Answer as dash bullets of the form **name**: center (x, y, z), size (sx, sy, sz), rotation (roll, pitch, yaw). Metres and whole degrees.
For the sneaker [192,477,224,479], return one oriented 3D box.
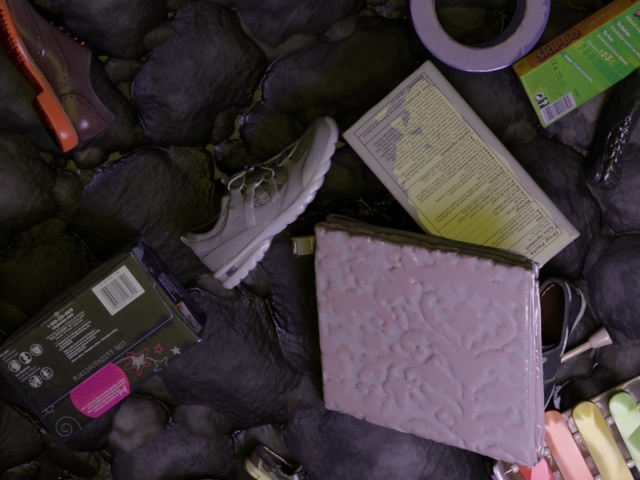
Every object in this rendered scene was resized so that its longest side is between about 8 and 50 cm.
- **sneaker**: center (-0.108, 0.442, 1.988), size (0.262, 0.125, 0.104), rotation (36, 98, -8)

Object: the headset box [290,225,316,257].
- **headset box**: center (0.000, 0.000, 1.931), size (0.083, 0.062, 0.032), rotation (-6, 103, 1)

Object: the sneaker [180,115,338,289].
- **sneaker**: center (-0.082, -0.066, 1.892), size (0.115, 0.105, 0.281), rotation (38, 99, -9)

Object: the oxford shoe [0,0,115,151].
- **oxford shoe**: center (-0.371, -0.261, 1.863), size (0.098, 0.097, 0.271), rotation (-29, 106, -16)

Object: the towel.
- **towel**: center (0.145, 0.135, 1.856), size (0.331, 0.053, 0.317), rotation (13, 122, 29)

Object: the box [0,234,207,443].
- **box**: center (-0.305, 0.132, 1.910), size (0.247, 0.142, 0.163), rotation (-36, 99, 5)

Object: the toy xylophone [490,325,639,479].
- **toy xylophone**: center (0.385, 0.276, 1.990), size (0.322, 0.081, 0.236), rotation (-35, 100, 5)

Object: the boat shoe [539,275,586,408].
- **boat shoe**: center (0.299, 0.161, 1.937), size (0.084, 0.079, 0.233), rotation (22, 87, 23)

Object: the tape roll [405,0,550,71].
- **tape roll**: center (0.211, -0.325, 1.860), size (0.189, 0.080, 0.189), rotation (0, 101, -1)

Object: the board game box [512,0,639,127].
- **board game box**: center (0.393, -0.264, 1.866), size (0.259, 0.039, 0.124), rotation (-30, 142, 6)

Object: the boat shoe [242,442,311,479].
- **boat shoe**: center (-0.040, 0.349, 2.006), size (0.152, 0.056, 0.049), rotation (30, 105, -7)

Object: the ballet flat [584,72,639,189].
- **ballet flat**: center (0.418, -0.153, 1.921), size (0.049, 0.057, 0.173), rotation (9, 111, -30)

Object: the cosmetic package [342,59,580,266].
- **cosmetic package**: center (0.189, -0.076, 1.861), size (0.160, 0.113, 0.309), rotation (-40, 88, 5)
